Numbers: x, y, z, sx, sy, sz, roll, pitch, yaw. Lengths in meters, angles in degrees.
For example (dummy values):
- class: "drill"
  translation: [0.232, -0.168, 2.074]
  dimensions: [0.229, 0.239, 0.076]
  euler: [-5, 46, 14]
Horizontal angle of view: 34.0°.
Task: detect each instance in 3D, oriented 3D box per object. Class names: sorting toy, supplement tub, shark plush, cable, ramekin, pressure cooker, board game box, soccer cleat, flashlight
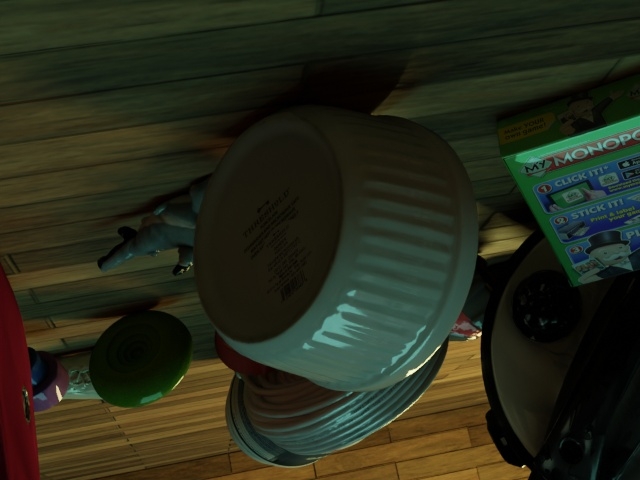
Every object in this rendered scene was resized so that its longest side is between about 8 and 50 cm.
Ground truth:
- class: "sorting toy"
  translation: [-0.199, 0.099, 1.174]
  dimensions: [0.366, 0.127, 0.126]
  euler: [-15, 139, 7]
- class: "supplement tub"
  translation: [-0.029, 0.231, 1.545]
  dimensions: [0.191, 0.191, 0.272]
  euler: [-6, 163, -21]
- class: "shark plush"
  translation: [-0.120, -0.003, 0.882]
  dimensions: [0.161, 0.067, 0.073]
  euler: [-14, 165, 6]
- class: "cable"
  translation: [0.026, 0.135, 1.196]
  dimensions: [0.257, 0.089, 0.257]
  euler: [-35, -158, 6]
- class: "ramekin"
  translation: [0.000, 0.000, 0.749]
  dimensions: [0.109, 0.207, 0.207]
  euler: [15, 150, -41]
- class: "pressure cooker"
  translation: [0.377, 0.134, 1.170]
  dimensions: [0.376, 0.369, 0.420]
  euler: [-19, 163, 25]
- class: "board game box"
  translation: [0.333, -0.070, 0.873]
  dimensions: [0.317, 0.046, 0.213]
  euler: [-17, 139, 20]
- class: "soccer cleat"
  translation: [-0.326, 0.181, 1.392]
  dimensions: [0.196, 0.068, 0.076]
  euler: [-14, 162, 19]
- class: "flashlight"
  translation: [0.105, 0.143, 1.327]
  dimensions: [0.304, 0.103, 0.103]
  euler: [-42, 159, 18]

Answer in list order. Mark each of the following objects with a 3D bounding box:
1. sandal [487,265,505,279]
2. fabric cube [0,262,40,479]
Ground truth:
- class: "sandal"
  translation: [0.382, 0.084, 1.542]
  dimensions: [0.446, 0.107, 0.168]
  euler: [19, 149, -39]
- class: "fabric cube"
  translation: [-0.380, 0.143, 0.869]
  dimensions: [0.259, 0.254, 0.258]
  euler: [-7, 162, -13]
